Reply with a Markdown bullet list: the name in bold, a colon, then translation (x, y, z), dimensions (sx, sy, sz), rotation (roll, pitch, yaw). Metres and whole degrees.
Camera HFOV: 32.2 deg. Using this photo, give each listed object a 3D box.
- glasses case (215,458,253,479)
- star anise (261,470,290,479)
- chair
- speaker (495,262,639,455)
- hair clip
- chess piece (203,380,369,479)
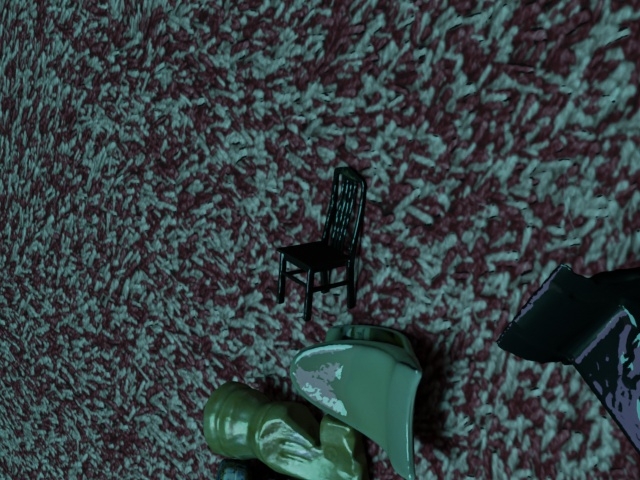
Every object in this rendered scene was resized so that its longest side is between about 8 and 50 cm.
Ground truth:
- **glasses case**: translation (-0.147, 0.416, 1.891), dimensions (0.248, 0.065, 0.087), rotation (120, 150, -82)
- **star anise**: translation (-0.042, 0.476, 1.816), dimensions (0.236, 0.093, 0.229), rotation (43, 145, 44)
- **chair**: translation (0.000, 0.000, 1.638), dimensions (0.084, 0.101, 0.213), rotation (27, 121, 46)
- **speaker**: translation (0.379, 0.193, 1.122), dimensions (0.388, 0.184, 0.180), rotation (55, 137, 27)
- **hair clip**: translation (0.070, 0.209, 1.607), dimensions (0.282, 0.113, 0.173), rotation (18, 113, 44)
- **chess piece**: translation (-0.044, 0.322, 1.783), dimensions (0.300, 0.137, 0.137), rotation (12, 109, 37)
